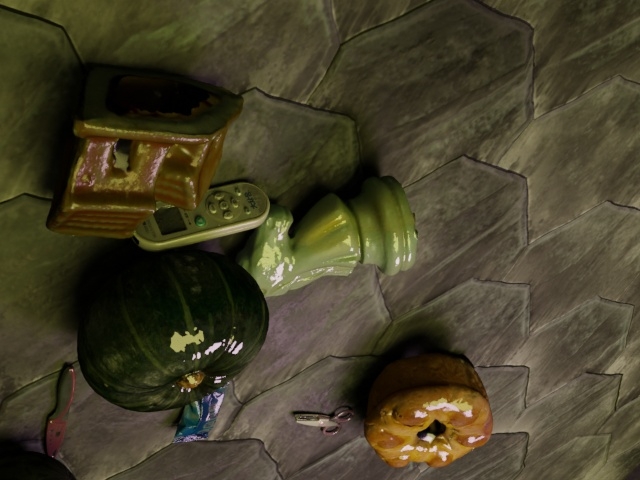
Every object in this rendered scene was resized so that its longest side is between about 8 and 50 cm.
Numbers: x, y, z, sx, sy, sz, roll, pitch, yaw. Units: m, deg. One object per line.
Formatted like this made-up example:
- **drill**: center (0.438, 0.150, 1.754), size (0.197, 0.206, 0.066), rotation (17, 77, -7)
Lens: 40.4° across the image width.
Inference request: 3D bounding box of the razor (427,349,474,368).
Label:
- **razor**: center (0.288, 0.301, 2.001), size (0.148, 0.054, 0.090), rotation (18, 119, -44)

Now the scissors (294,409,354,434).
- **scissors**: center (0.002, 0.396, 1.905), size (0.176, 0.022, 0.085), rotation (19, 120, -48)

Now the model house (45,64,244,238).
- **model house**: center (-0.237, -0.092, 1.147), size (0.268, 0.173, 0.239), rotation (3, 125, -35)

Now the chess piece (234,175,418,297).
- **chess piece**: center (0.000, 0.000, 1.452), size (0.298, 0.176, 0.176), rotation (-14, 136, -7)

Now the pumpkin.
- **pumpkin**: center (-0.232, 0.136, 1.340), size (0.300, 0.207, 0.300), rotation (-26, 158, -11)

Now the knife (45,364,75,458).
- **knife**: center (-0.448, 0.302, 1.488), size (0.035, 0.018, 0.247), rotation (-7, 132, -35)

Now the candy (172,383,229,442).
- **candy**: center (-0.227, 0.328, 1.661), size (0.088, 0.038, 0.136), rotation (5, 115, -43)

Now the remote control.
- **remote control**: center (-0.182, -0.035, 1.318), size (0.221, 0.078, 0.042), rotation (-16, 155, -24)

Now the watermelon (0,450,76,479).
- **watermelon**: center (-0.504, 0.461, 1.450), size (0.212, 0.212, 0.212), rotation (-20, 137, -20)

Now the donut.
- **donut**: center (0.237, 0.381, 1.910), size (0.299, 0.150, 0.317), rotation (15, 136, -20)
